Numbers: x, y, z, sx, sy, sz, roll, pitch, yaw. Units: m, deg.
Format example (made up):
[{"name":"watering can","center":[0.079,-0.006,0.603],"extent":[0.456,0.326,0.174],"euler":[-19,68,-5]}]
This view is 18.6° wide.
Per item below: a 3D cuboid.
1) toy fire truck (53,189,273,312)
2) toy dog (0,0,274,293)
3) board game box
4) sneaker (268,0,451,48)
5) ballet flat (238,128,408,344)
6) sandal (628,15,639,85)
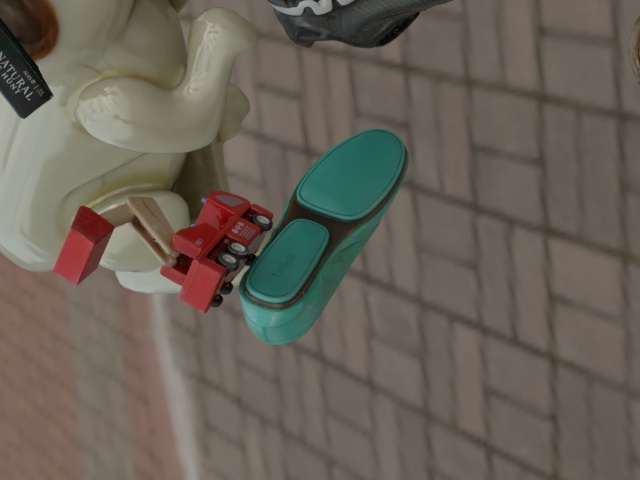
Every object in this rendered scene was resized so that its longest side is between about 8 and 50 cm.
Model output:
[{"name":"toy fire truck","center":[-0.129,-0.001,1.659],"extent":[0.135,0.192,0.047],"euler":[28,119,5]},{"name":"toy dog","center":[-0.246,-0.174,1.868],"extent":[0.408,0.395,0.284],"euler":[76,-170,-47]},{"name":"board game box","center":[-0.235,-0.164,1.207],"extent":[0.186,0.026,0.126],"euler":[53,178,-19]},{"name":"sneaker","center":[0.066,-0.226,1.753],"extent":[0.106,0.234,0.078],"euler":[78,180,-58]},{"name":"ballet flat","center":[0.000,0.000,1.743],"extent":[0.083,0.247,0.087],"euler":[24,141,16]},{"name":"sandal","center":[0.329,-0.177,1.797],"extent":[0.086,0.120,0.302],"euler":[-35,40,24]}]
